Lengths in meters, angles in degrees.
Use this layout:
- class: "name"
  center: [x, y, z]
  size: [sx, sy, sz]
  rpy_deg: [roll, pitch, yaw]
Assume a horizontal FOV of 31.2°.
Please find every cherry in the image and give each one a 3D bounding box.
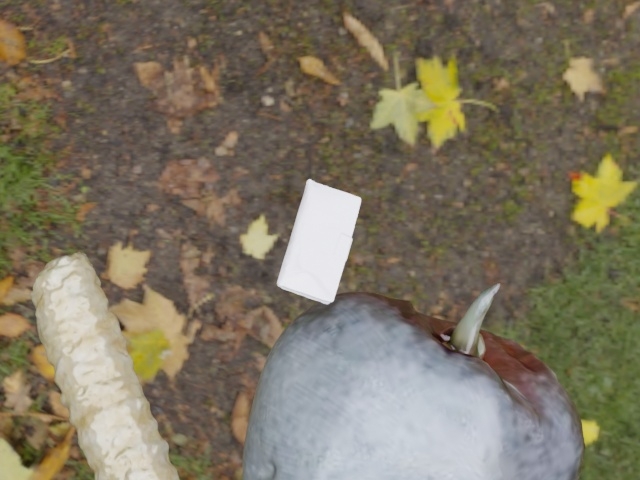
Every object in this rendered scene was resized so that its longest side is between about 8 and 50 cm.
- class: "cherry"
  center: [0.066, 0.162, 0.854]
  size: [0.255, 0.218, 0.296]
  rpy_deg: [18, 95, -35]

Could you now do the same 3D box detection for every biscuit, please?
- class: "biscuit"
  center: [-0.142, 0.114, 0.770]
  size: [0.055, 0.061, 0.219]
  rpy_deg: [-16, 80, -34]

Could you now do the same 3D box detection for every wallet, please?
- class: "wallet"
  center: [0.000, 0.000, 0.805]
  size: [0.044, 0.011, 0.083]
  rpy_deg: [21, 70, -11]
